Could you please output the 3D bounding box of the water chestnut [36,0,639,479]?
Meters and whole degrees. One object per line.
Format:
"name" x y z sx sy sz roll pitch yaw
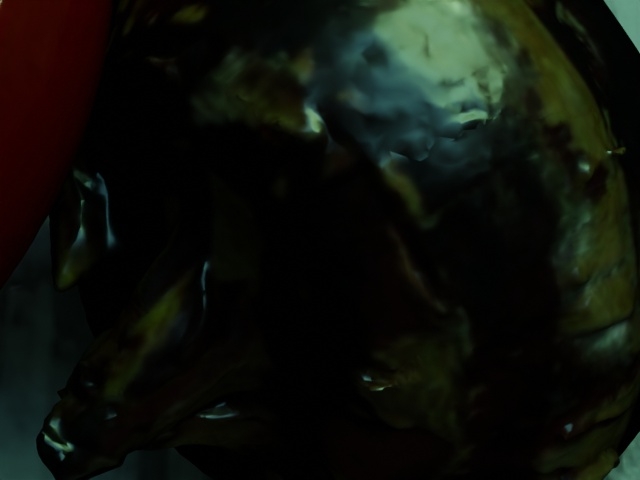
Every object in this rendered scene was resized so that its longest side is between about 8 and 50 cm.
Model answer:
"water chestnut" 0.000 0.000 0.748 0.300 0.300 0.300 8 55 -12

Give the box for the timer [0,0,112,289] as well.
"timer" -0.254 -0.082 0.683 0.279 0.378 0.378 41 36 -46
